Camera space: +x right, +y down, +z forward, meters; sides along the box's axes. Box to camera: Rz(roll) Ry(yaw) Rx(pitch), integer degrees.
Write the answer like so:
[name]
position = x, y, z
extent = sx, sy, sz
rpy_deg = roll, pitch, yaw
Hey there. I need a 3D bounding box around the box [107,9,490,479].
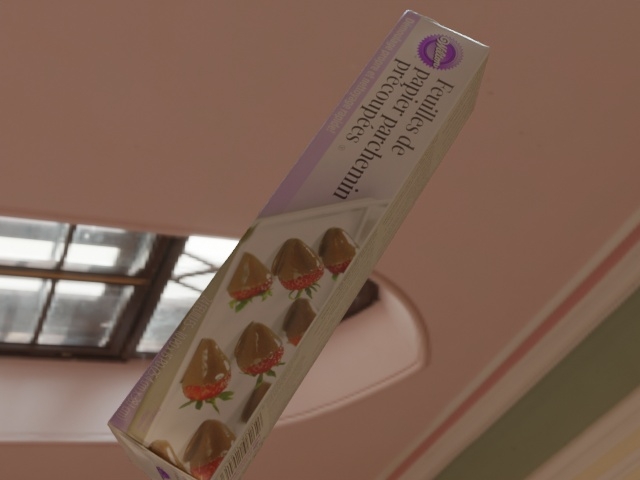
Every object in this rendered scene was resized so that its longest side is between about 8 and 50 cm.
[box]
position = 0.000, 0.000, 0.531
extent = 0.324, 0.063, 0.067
rpy_deg = -56, 166, -25
